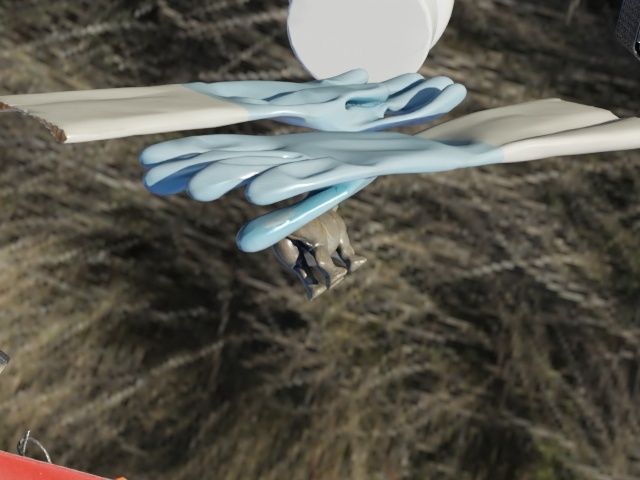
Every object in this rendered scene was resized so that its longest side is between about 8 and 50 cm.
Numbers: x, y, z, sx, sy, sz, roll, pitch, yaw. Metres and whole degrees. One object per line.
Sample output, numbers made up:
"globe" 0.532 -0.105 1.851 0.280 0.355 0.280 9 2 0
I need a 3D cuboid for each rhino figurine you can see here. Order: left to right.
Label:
"rhino figurine" 0.000 0.000 1.879 0.073 0.243 0.106 -37 87 13

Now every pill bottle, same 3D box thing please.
"pill bottle" 0.041 -0.194 1.150 0.119 0.208 0.119 5 123 8

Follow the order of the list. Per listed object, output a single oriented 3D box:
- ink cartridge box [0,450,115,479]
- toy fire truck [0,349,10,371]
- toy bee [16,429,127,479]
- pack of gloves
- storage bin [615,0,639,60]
"ink cartridge box" -0.150 0.269 0.923 0.296 0.261 0.066 13 -169 7
"toy fire truck" -0.417 0.170 1.425 0.158 0.246 0.217 -5 137 47
"toy bee" -0.271 0.307 1.662 0.162 0.298 0.195 -22 150 23
"pack of gloves" 0.000 -0.036 0.699 0.232 0.046 0.195 -8 -163 -33
"storage bin" 0.442 -0.302 1.926 0.122 0.084 0.180 9 109 -10
